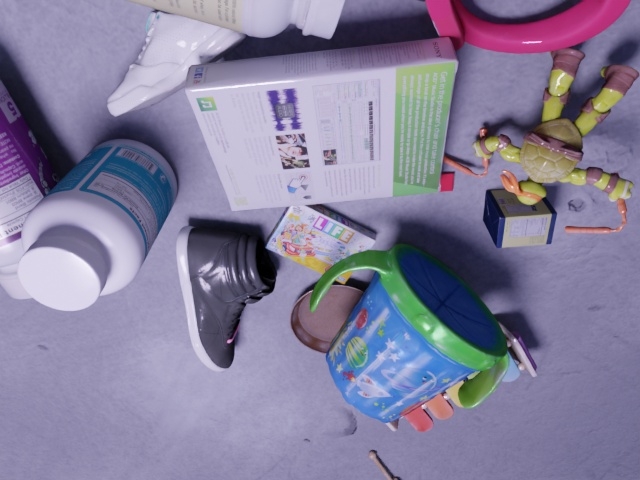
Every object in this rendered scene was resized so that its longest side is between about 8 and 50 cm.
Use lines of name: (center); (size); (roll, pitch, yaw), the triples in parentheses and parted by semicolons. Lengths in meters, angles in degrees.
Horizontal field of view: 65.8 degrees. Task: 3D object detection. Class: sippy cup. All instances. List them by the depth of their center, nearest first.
sippy cup: (0.134, 0.162, 0.798); (0.305, 0.240, 0.224); (48, 114, 19)

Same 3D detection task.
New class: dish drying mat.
dish drying mat: (0.167, -0.089, 0.777); (0.083, 0.008, 0.032); (-5, 123, 2)

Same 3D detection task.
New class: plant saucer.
plant saucer: (0.027, 0.142, 0.913); (0.168, 0.029, 0.169); (0, 124, 0)

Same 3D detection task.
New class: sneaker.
sneaker: (-0.206, -0.248, 0.648); (0.212, 0.080, 0.094); (-31, 106, 11)
sneaker: (-0.144, 0.112, 0.848); (0.146, 0.105, 0.296); (-1, 118, 7)

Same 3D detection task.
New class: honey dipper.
honey dipper: (0.155, 0.552, 1.179); (0.030, 0.030, 0.161); (-24, 115, 15)

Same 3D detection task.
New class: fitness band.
fitness band: (0.219, -0.282, 0.520); (0.208, 0.055, 0.290); (-5, 169, 24)

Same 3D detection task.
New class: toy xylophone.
toy xylophone: (0.224, 0.237, 0.943); (0.322, 0.081, 0.236); (-36, 115, 20)

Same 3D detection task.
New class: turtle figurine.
turtle figurine: (0.304, -0.140, 0.667); (0.269, 0.087, 0.218); (28, 105, 25)

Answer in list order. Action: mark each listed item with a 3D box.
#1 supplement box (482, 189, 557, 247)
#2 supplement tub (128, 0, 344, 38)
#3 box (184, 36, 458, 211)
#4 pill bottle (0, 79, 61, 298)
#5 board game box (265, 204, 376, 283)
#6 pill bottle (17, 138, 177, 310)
supplement box: (0.305, -0.037, 0.765); (0.083, 0.083, 0.056); (-4, 125, 4)
supplement tub: (-0.120, -0.343, 0.482); (0.324, 0.236, 0.236); (13, 122, -8)
box: (0.009, -0.143, 0.671); (0.321, 0.059, 0.232); (-4, 144, 4)
pill bottle: (-0.462, -0.070, 0.698); (0.169, 0.169, 0.302); (-11, 123, 7)
board game box: (0.000, 0.000, 0.824); (0.154, 0.026, 0.104); (25, 119, -15)
pill bottle: (-0.295, -0.025, 0.668); (0.146, 0.264, 0.146); (0, 123, 1)
